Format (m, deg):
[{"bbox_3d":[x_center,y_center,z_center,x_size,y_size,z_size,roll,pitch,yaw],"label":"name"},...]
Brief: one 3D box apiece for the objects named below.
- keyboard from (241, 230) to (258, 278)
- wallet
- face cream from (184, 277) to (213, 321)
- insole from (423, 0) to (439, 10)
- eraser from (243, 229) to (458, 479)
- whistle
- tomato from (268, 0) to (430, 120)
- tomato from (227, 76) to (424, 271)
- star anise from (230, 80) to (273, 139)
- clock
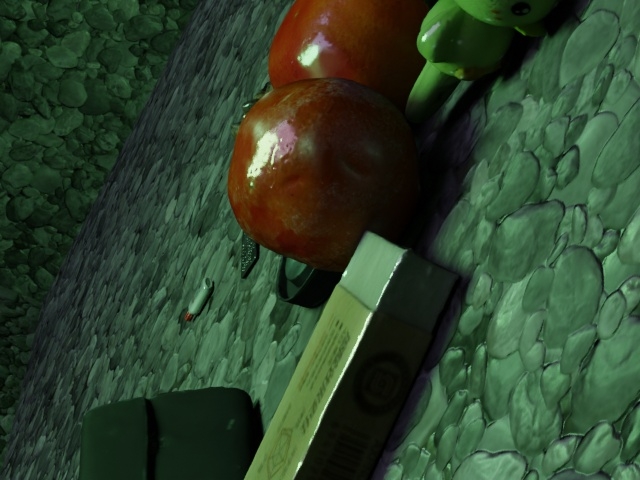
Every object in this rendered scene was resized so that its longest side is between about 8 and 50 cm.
[{"bbox_3d":[-0.113,0.000,1.973,0.053,0.010,0.155,-55,20,28],"label":"keyboard"},{"bbox_3d":[-0.180,0.312,1.449,0.406,0.228,0.062,-106,10,-64],"label":"wallet"},{"bbox_3d":[-0.210,0.104,2.107,0.083,0.021,0.040,-58,19,24],"label":"face cream"},{"bbox_3d":[0.138,-0.296,1.320,0.111,0.007,0.328,-69,-17,10],"label":"insole"},{"bbox_3d":[0.020,0.164,1.259,0.343,0.078,0.144,-65,18,3],"label":"eraser"},{"bbox_3d":[0.173,-0.224,1.282,0.141,0.141,0.294,-88,8,-50],"label":"whistle"},{"bbox_3d":[0.043,-0.240,1.543,0.260,0.180,0.260,-45,29,33],"label":"tomato"},{"bbox_3d":[-0.001,-0.075,1.377,0.188,0.232,0.232,-25,-13,-39],"label":"tomato"},{"bbox_3d":[-0.072,-0.197,1.956,0.236,0.109,0.223,-56,25,26],"label":"star anise"},{"bbox_3d":[0.000,0.000,1.589,0.184,0.040,0.184,-56,20,32],"label":"clock"}]
